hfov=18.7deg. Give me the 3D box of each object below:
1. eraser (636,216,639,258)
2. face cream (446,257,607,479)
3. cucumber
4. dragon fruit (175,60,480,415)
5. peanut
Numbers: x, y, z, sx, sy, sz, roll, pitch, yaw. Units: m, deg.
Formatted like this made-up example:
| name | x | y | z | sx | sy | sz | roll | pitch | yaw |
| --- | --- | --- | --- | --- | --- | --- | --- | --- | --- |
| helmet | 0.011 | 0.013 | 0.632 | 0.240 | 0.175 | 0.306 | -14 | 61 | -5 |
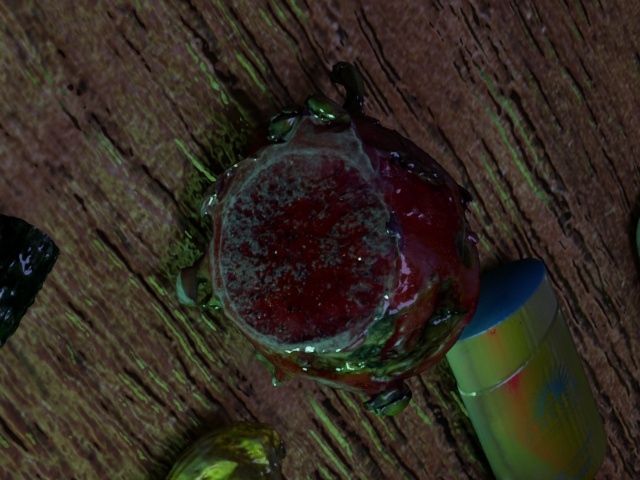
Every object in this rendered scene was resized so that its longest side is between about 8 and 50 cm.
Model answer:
| name | x | y | z | sx | sy | sz | roll | pitch | yaw |
| --- | --- | --- | --- | --- | --- | --- | --- | --- | --- |
| eraser | 0.489 | 0.013 | 2.041 | 0.331 | 0.150 | 0.331 | -22 | 121 | -42 |
| face cream | 0.194 | 0.139 | 1.839 | 0.139 | 0.067 | 0.285 | -48 | 135 | -25 |
| cucumber | -0.277 | 0.107 | 1.301 | 0.293 | 0.068 | 0.067 | -56 | 138 | -23 |
| dragon fruit | 0.000 | 0.000 | 1.486 | 0.147 | 0.211 | 0.282 | -3 | 83 | -53 |
| peanut | -0.104 | 0.227 | 1.546 | 0.206 | 0.087 | 0.087 | -49 | 135 | -19 |
